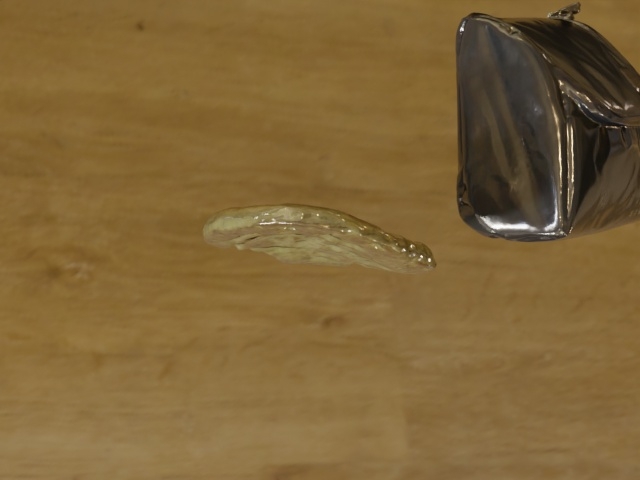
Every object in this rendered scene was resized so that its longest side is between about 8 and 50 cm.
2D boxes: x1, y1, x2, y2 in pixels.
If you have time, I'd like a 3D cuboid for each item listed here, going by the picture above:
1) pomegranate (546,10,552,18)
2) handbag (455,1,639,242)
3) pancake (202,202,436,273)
[{"bbox_3d":[0.364,-0.262,2.316,0.122,0.122,0.161,-19,90,-36],"label":"pomegranate"},{"bbox_3d":[0.284,-0.142,1.802,0.302,0.178,0.275,-8,100,-59],"label":"handbag"},{"bbox_3d":[0.000,-0.001,1.560,0.236,0.222,0.042,13,78,-24],"label":"pancake"}]
